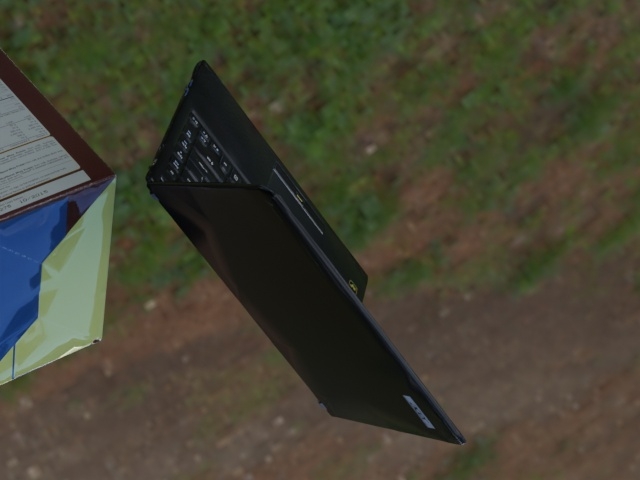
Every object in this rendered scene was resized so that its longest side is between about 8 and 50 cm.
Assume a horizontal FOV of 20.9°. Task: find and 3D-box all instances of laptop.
[{"bbox_3d":[0.000,0.000,1.229,0.137,0.264,0.234,-24,117,26],"label":"laptop"}]

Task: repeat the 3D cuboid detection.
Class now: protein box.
[{"bbox_3d":[-0.285,-0.021,1.438,0.136,0.201,0.199,-23,144,-31],"label":"protein box"}]
